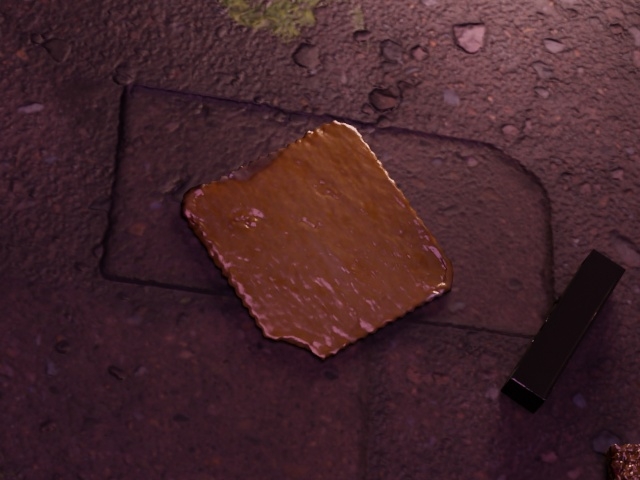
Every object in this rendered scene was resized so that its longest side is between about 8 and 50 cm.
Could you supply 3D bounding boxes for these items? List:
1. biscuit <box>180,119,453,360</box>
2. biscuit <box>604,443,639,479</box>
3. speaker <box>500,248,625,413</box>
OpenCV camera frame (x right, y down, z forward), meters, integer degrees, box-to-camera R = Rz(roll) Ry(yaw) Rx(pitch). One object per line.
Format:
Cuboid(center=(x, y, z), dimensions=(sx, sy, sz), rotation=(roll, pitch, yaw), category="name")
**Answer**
Cuboid(center=(0.000, 0.000, 1.575), dimensions=(0.232, 0.013, 0.237), rotation=(-27, 73, -24), category="biscuit")
Cuboid(center=(0.392, 0.246, 1.535), dimensions=(0.199, 0.034, 0.064), rotation=(4, 63, -12), category="biscuit")
Cuboid(center=(0.260, 0.094, 1.575), dimensions=(0.046, 0.040, 0.191), rotation=(34, 62, 7), category="speaker")
